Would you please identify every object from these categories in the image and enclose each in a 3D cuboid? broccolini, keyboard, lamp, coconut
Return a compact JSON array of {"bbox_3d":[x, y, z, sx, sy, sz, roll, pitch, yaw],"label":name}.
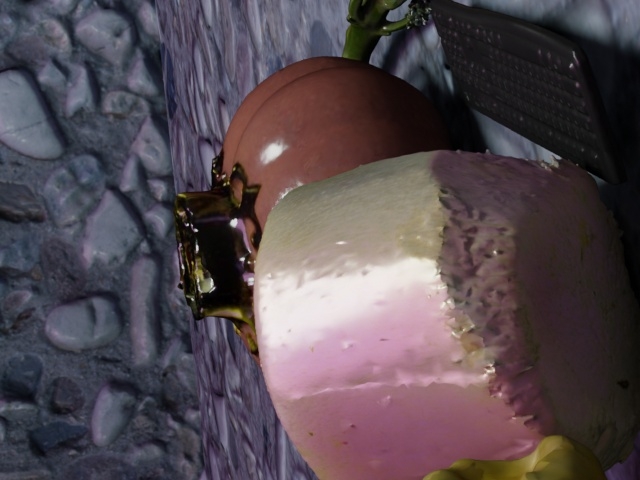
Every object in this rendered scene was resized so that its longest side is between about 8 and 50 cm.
[{"bbox_3d":[0.061,-0.173,1.166,0.392,0.078,0.074,102,149,-71],"label":"broccolini"},{"bbox_3d":[0.153,-0.098,0.863,0.103,0.041,0.381,67,167,-20],"label":"keyboard"},{"bbox_3d":[0.000,0.000,1.110,0.305,0.239,0.305,170,90,-76],"label":"lamp"},{"bbox_3d":[0.069,0.058,0.854,0.245,0.233,0.233,-15,83,38],"label":"coconut"}]

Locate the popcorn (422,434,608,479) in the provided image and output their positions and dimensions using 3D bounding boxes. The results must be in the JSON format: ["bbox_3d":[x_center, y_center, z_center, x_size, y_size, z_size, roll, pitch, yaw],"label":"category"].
[{"bbox_3d":[0.135,0.254,0.662,0.281,0.297,0.316,-60,-31,-58],"label":"popcorn"}]
